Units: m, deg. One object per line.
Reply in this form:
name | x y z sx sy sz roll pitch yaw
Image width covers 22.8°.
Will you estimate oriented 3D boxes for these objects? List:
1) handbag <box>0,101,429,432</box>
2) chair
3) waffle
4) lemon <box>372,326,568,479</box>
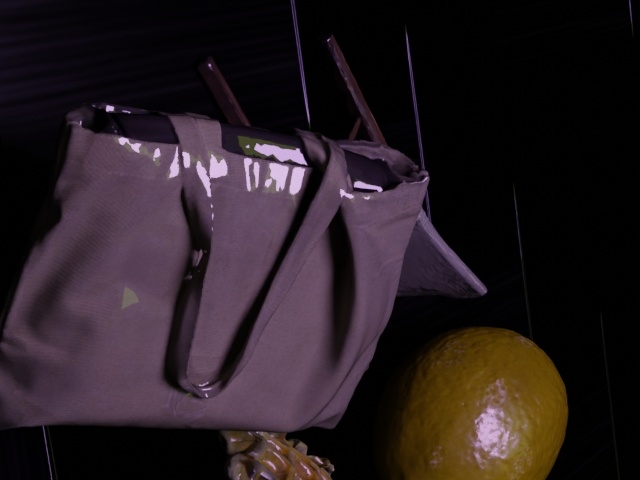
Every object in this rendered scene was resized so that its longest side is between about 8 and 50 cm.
handbag | -0.074 0.035 1.139 0.315 0.109 0.253 6 116 -32
chair | 0.000 0.000 1.351 0.319 0.160 0.186 59 38 -35
waffle | -0.011 0.253 1.352 0.208 0.054 0.214 38 29 -59
lemon | 0.139 0.182 1.523 0.248 0.184 0.184 -51 129 -40
